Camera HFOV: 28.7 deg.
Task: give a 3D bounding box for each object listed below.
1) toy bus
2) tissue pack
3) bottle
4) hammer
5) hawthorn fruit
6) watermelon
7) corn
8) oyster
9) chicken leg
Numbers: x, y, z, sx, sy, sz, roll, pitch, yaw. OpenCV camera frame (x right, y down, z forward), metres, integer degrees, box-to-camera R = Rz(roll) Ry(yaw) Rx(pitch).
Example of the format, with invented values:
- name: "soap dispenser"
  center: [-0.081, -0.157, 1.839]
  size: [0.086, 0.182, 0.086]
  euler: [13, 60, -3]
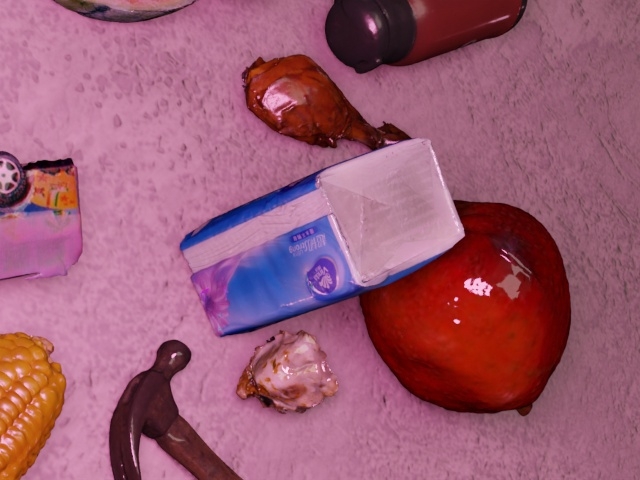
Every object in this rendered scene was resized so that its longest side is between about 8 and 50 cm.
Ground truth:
- name: "toy bus"
  center: [-0.386, -0.011, 1.205]
  size: [0.317, 0.112, 0.138]
  euler: [-11, 93, -42]
- name: "tissue pack"
  center: [0.000, 0.000, 1.425]
  size: [0.198, 0.263, 0.146]
  euler: [-22, 91, -44]
- name: "bottle"
  center: [0.146, -0.322, 1.748]
  size: [0.336, 0.144, 0.144]
  euler: [-27, 94, -43]
- name: "hammer"
  center: [-0.064, 0.312, 1.413]
  size: [0.440, 0.044, 0.168]
  euler: [46, 50, -19]
- name: "hawthorn fruit"
  center: [0.198, 0.097, 1.581]
  size: [0.307, 0.265, 0.265]
  euler: [55, 47, -26]
- name: "watermelon"
  center: [-0.241, -0.311, 1.462]
  size: [0.187, 0.071, 0.139]
  euler: [0, 68, -33]
- name: "corn"
  center: [-0.350, 0.231, 1.142]
  size: [0.120, 0.120, 0.363]
  euler: [44, 53, -22]
- name: "oyster"
  center: [-0.047, 0.159, 1.475]
  size: [0.148, 0.051, 0.103]
  euler: [1, 63, -50]
- name: "chicken leg"
  center: [0.027, -0.161, 1.634]
  size: [0.304, 0.093, 0.113]
  euler: [19, 52, -40]
